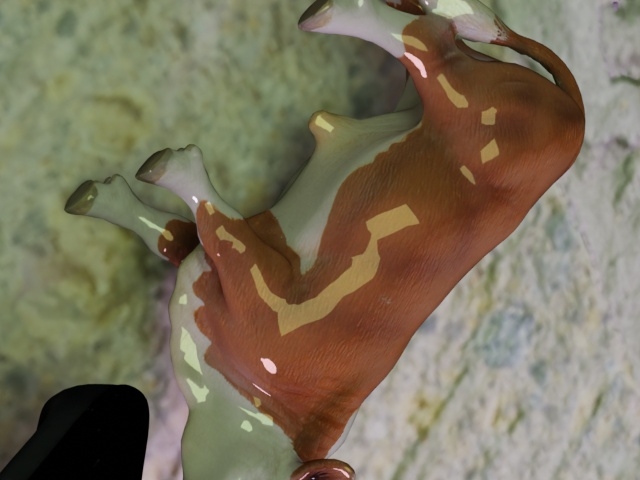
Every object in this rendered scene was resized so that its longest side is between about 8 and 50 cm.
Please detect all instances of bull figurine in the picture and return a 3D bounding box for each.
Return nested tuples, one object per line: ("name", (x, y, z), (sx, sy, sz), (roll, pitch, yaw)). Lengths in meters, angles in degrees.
("bull figurine", (0.000, 0.000, 0.613), (0.310, 0.101, 0.188), (-47, 112, -13))

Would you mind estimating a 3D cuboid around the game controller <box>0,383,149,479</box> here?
("game controller", (-0.154, 0.191, 0.457), (0.067, 0.166, 0.319), (30, 44, 4))
